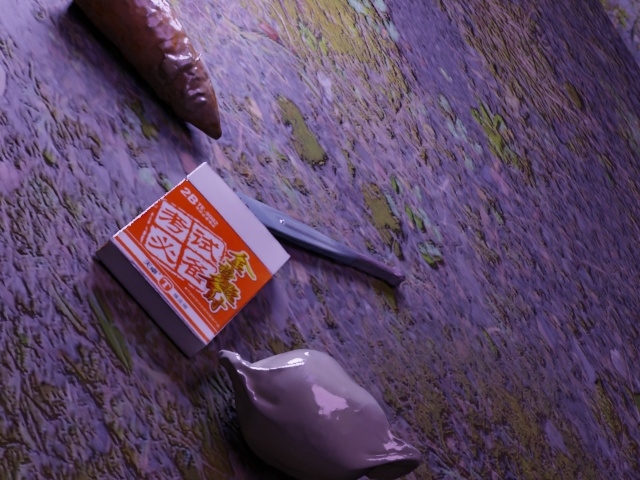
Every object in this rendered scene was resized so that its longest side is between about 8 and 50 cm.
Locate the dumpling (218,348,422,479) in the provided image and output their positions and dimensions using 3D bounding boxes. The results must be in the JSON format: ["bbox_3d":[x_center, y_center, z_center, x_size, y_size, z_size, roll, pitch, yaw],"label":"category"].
[{"bbox_3d":[-0.009,0.191,1.676,0.250,0.162,0.132,32,73,-8],"label":"dumpling"}]

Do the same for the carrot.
[{"bbox_3d":[-0.201,-0.233,1.907,0.263,0.102,0.102,54,34,-4],"label":"carrot"}]

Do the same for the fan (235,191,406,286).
[{"bbox_3d":[0.000,0.000,1.960,0.282,0.023,0.057,24,22,-36],"label":"fan"}]

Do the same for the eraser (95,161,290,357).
[{"bbox_3d":[-0.140,0.017,1.768,0.157,0.038,0.230,48,34,-3],"label":"eraser"}]
